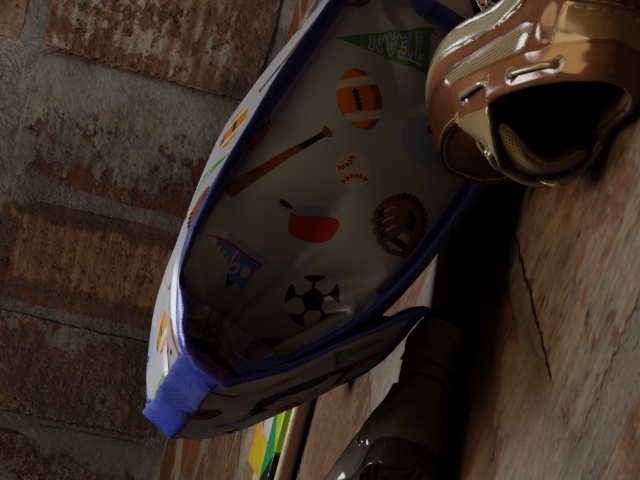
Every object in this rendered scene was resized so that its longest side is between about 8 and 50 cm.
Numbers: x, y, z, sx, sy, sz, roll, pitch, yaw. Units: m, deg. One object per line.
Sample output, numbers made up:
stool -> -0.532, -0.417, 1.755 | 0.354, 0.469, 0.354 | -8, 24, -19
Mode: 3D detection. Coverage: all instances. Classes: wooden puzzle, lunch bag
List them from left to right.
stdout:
wooden puzzle -> -0.055, 0.245, 2.243 | 0.239, 0.044, 0.221 | -135, 58, -81
lunch bag -> -0.010, -0.001, 1.468 | 0.385, 0.239, 0.328 | -54, 0, -20

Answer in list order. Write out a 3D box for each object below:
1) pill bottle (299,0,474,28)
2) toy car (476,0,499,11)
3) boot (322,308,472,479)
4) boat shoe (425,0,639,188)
pill bottle -> 0.069, -0.213, 1.761 | 0.278, 0.162, 0.162 | -164, 87, -81
toy car -> 0.186, -0.252, 1.528 | 0.040, 0.060, 0.122 | 2, -51, -55
boot -> 0.071, 0.163, 1.470 | 0.246, 0.083, 0.161 | 126, 166, -62
boat shoe -> 0.146, -0.098, 1.186 | 0.324, 0.123, 0.116 | 120, 160, -69
